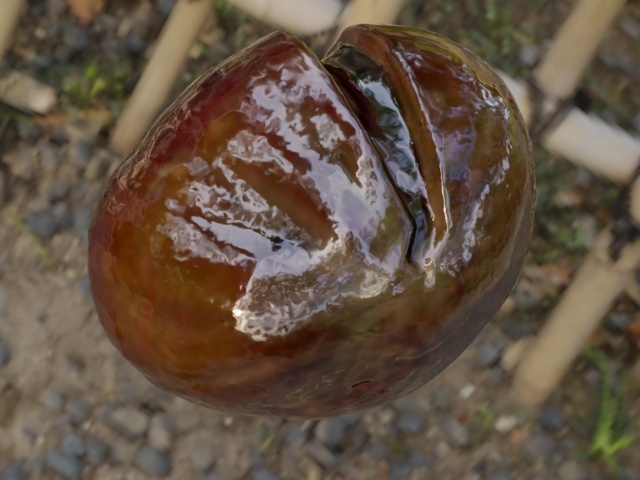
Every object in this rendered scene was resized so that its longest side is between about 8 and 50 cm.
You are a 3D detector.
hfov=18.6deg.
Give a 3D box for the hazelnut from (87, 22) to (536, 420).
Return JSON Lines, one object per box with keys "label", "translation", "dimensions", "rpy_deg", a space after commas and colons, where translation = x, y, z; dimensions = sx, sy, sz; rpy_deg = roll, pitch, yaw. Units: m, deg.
{"label": "hazelnut", "translation": [0.000, 0.000, 0.855], "dimensions": [0.204, 0.178, 0.178], "rpy_deg": [-14, 63, -17]}
